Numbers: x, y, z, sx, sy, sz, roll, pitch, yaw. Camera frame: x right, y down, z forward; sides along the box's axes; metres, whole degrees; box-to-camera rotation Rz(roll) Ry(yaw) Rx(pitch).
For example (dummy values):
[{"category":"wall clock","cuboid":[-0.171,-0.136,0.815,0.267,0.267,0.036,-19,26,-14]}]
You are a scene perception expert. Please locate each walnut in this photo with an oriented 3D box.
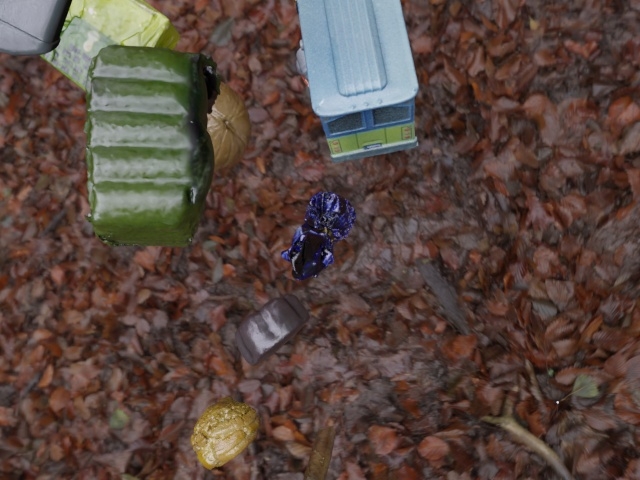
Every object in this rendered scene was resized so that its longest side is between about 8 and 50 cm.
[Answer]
[{"category":"walnut","cuboid":[-0.378,-0.347,1.773,0.332,0.333,0.333,-6,73,21]}]

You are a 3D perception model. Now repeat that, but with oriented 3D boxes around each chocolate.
[{"category":"chocolate","cuboid":[-0.004,0.001,1.294,0.126,0.343,0.149,16,116,5]},{"category":"chocolate","cuboid":[-0.568,-0.541,1.563,0.300,0.137,0.289,37,102,7]}]

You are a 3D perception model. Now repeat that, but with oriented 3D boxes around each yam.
[{"category":"yam","cuboid":[-0.003,0.498,1.311,0.056,0.241,0.057,2,102,10]}]

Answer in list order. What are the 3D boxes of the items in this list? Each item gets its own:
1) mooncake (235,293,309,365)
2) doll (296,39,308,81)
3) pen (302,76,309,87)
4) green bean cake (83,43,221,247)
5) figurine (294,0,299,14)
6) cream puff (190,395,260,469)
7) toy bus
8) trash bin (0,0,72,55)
[{"category":"mooncake","cuboid":[-0.149,0.273,1.768,0.245,0.245,0.133,-38,78,9]},{"category":"doll","cuboid":[0.006,-0.340,1.160,0.079,0.180,0.094,-23,55,26]},{"category":"pen","cuboid":[-0.004,-0.477,1.904,0.028,0.028,0.239,-33,80,11]},{"category":"green bean cake","cuboid":[-0.291,-0.149,1.024,0.218,0.335,0.319,1,87,-12]},{"category":"figurine","cuboid":[-0.015,-0.664,1.369,0.204,0.185,0.332,-31,41,6]},{"category":"cream puff","cuboid":[-0.234,0.459,1.397,0.189,0.189,0.129,-34,89,11]},{"category":"toy bus","cuboid":[0.055,-0.300,0.894,0.151,0.190,0.313,-10,71,7]},{"category":"trash bin","cuboid":[-0.563,-0.468,1.076,0.236,0.176,0.101,-57,21,20]}]
